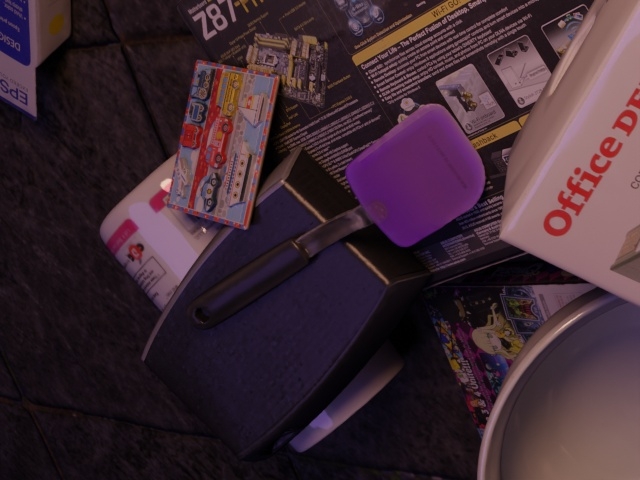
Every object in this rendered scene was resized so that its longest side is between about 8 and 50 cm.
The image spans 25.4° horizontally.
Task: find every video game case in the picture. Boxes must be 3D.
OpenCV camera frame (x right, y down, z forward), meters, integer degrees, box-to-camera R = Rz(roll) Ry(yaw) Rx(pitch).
[{"bbox_3d":[0.210,0.126,1.225,0.210,0.042,0.232,-4,117,45],"label":"video game case"}]

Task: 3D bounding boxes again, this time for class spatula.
[{"bbox_3d":[0.000,0.000,1.113,0.296,0.030,0.084,-33,98,32],"label":"spatula"}]

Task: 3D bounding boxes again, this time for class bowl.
[{"bbox_3d":[0.252,0.141,1.071,0.134,0.297,0.298,-109,-4,-70],"label":"bowl"}]

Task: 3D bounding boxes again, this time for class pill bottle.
[{"bbox_3d":[-0.061,0.049,1.336,0.283,0.160,0.160,50,142,1],"label":"pill bottle"}]

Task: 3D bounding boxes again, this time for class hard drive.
[{"bbox_3d":[-0.042,0.064,1.204,0.172,0.054,0.255,45,120,9],"label":"hard drive"}]

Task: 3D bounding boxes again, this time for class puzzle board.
[{"bbox_3d":[-0.083,-0.081,1.173,0.096,0.011,0.128,16,96,41],"label":"puzzle board"}]

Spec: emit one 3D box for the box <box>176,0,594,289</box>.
[{"bbox_3d":[0.095,-0.136,1.087,0.318,0.097,0.395,55,142,-9],"label":"box"}]

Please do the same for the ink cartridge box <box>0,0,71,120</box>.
[{"bbox_3d":[-0.376,-0.318,1.432,0.303,0.072,0.307,32,140,21],"label":"ink cartridge box"}]

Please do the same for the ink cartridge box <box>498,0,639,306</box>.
[{"bbox_3d":[0.272,-0.042,0.864,0.272,0.115,0.198,25,122,-3],"label":"ink cartridge box"}]
